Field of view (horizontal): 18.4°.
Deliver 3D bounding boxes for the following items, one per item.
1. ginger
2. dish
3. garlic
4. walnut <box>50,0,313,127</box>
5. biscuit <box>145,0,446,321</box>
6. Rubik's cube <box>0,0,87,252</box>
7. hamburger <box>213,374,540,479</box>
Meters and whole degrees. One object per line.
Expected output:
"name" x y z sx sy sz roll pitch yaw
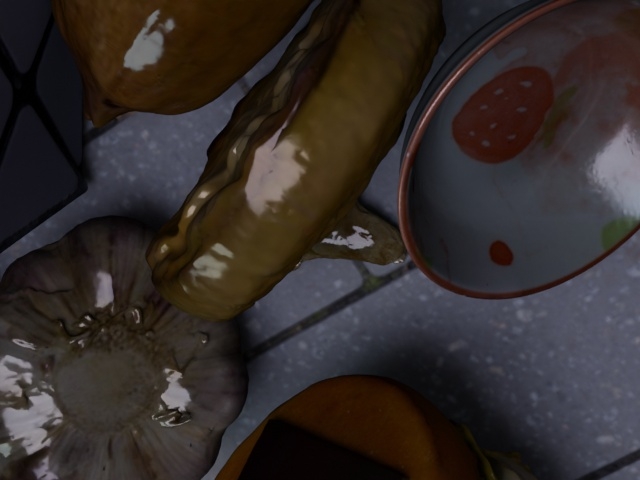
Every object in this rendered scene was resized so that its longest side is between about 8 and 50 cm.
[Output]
"ginger" -0.001 -0.005 1.552 0.137 0.044 0.057 0 80 11
"dish" 0.150 -0.086 1.412 0.085 0.260 0.260 50 124 43
"garlic" -0.176 0.102 1.579 0.245 0.160 0.245 -1 95 -10
"walnut" -0.092 -0.213 1.417 0.209 0.209 0.336 37 117 2
"biscuit" -0.011 -0.071 1.395 0.102 0.296 0.296 33 115 -8
"Rubik's cube" -0.334 -0.131 1.489 0.260 0.255 0.259 6 111 15
"hamburger" 0.048 0.259 1.502 0.291 0.291 0.225 -35 135 24
